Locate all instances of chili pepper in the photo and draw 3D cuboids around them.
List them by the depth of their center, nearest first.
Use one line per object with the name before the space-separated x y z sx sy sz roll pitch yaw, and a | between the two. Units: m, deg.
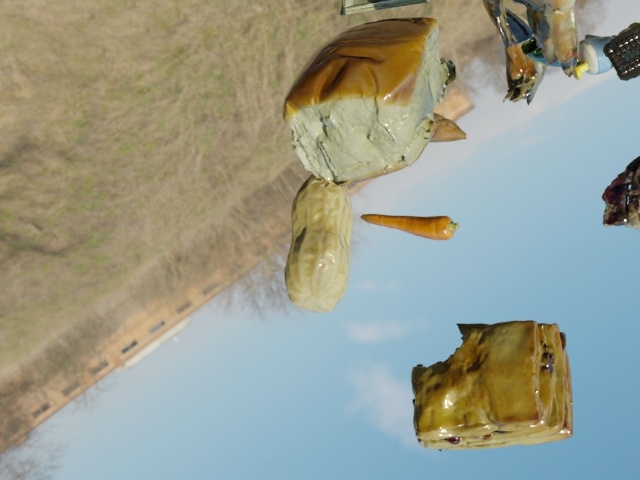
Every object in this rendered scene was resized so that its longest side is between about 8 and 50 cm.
chili pepper | 0.446 -0.366 1.335 0.108 0.062 0.216 -45 160 24

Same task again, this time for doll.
doll | 0.741 -0.485 1.819 0.241 0.099 0.135 -18 -164 -7

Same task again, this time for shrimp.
shrimp | 0.310 -0.330 1.070 0.145 0.254 0.059 18 -109 32
shrimp | 0.466 -0.426 1.683 0.077 0.168 0.317 -29 -156 41

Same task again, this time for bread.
bread | 0.087 -0.243 1.213 0.279 0.225 0.250 -5 -142 42
bread | 0.394 0.320 1.670 0.369 0.191 0.314 -3 -122 14

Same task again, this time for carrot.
carrot | 0.213 -0.036 1.735 0.256 0.061 0.061 5 -153 29
carrot | 0.243 -0.292 1.762 0.263 0.102 0.102 23 -137 28

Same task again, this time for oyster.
oyster | 0.787 -0.124 1.624 0.275 0.271 0.100 -3 -170 3

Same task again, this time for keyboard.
keyboard | 0.723 -0.429 1.475 0.262 0.106 0.016 -27 157 16

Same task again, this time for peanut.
peanut | 0.000 0.000 1.567 0.152 0.313 0.152 7 171 1

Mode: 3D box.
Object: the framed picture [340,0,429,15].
framed picture | 0.151 -0.629 1.574 0.217 0.274 0.017 -1 165 29
